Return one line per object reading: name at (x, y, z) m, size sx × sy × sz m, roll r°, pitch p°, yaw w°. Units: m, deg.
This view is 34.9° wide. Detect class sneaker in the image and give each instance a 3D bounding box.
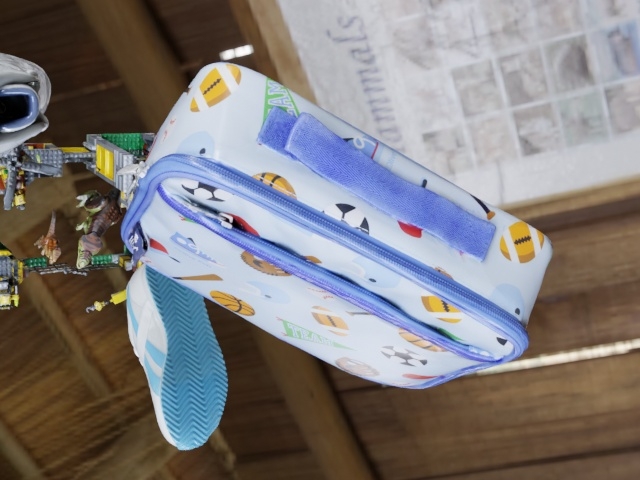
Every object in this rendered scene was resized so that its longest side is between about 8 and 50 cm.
sneaker at (-0.293, -0.112, 0.901) m, size 0.297 × 0.129 × 0.110 m, roll -71°, pitch -27°, yaw -72°
sneaker at (-0.173, 0.134, 1.200) m, size 0.088 × 0.092 × 0.228 m, roll -2°, pitch -108°, yaw -32°

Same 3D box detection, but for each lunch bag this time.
lunch bag at (0.000, 0.000, 0.741) m, size 0.114 × 0.303 × 0.243 m, roll -68°, pitch 13°, yaw -20°

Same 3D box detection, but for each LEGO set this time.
LEGO set at (-0.297, -0.025, 1.305) m, size 0.192 × 0.331 × 0.254 m, roll 27°, pitch 109°, yaw 57°
